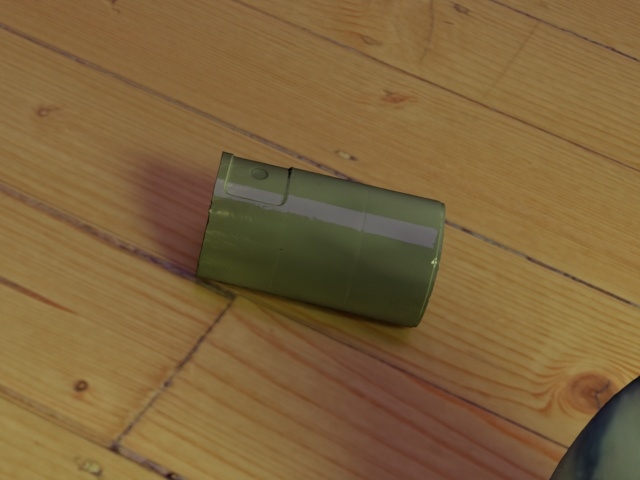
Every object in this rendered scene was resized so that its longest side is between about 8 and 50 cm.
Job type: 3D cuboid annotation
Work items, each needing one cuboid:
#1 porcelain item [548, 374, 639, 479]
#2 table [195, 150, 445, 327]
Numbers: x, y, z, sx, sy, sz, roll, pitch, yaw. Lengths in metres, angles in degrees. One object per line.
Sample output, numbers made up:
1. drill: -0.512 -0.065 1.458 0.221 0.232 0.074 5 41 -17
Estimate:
1. porcelain item: 0.262 0.216 1.132 0.178 0.405 0.242 39 43 27
2. table: 0.000 0.000 1.547 0.220 0.126 0.126 13 37 -3
